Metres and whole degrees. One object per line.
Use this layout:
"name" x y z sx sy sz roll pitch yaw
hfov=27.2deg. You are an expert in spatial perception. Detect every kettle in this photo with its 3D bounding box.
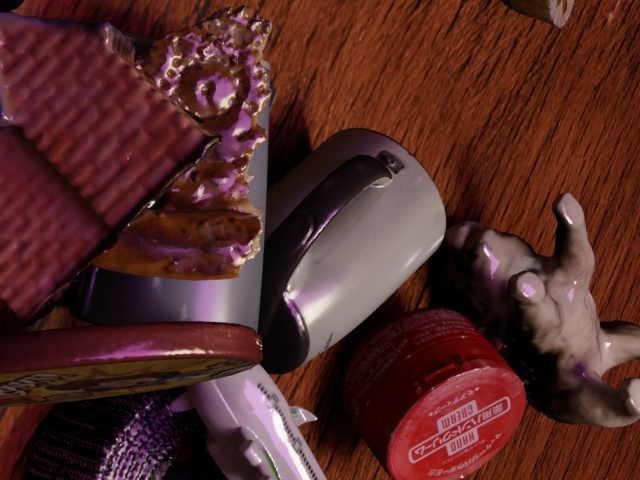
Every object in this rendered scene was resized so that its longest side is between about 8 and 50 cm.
"kettle" -0.140 -0.046 1.104 0.211 0.160 0.243 7 91 -29
"kettle" 0.000 0.000 1.267 0.236 0.161 0.221 -41 167 -36

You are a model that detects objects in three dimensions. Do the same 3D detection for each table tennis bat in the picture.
"table tennis bat" -0.235 0.092 0.929 0.415 0.268 0.051 -1 78 -33

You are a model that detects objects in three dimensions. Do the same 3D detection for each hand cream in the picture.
"hand cream" 0.129 0.182 1.534 0.193 0.125 0.193 -17 134 -19

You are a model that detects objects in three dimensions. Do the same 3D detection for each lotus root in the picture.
"lotus root" 0.279 -0.330 1.640 0.112 0.081 0.122 26 81 -59

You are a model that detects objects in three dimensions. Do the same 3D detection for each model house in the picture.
"model house" -0.187 -0.065 0.887 0.183 0.172 0.166 -45 -174 0

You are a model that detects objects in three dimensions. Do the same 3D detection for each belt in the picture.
"belt" -0.130 0.250 1.228 0.325 0.122 0.260 47 60 -47

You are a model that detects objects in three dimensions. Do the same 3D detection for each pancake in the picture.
"pancake" -0.130 -0.091 1.003 0.266 0.057 0.244 37 83 -19

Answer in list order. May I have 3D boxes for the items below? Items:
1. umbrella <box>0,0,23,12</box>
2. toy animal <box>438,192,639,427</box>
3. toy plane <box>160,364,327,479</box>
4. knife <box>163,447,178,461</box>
"umbrella" -0.209 -0.240 0.917 0.357 0.113 0.106 -59 163 -21
"toy animal" 0.265 0.104 1.690 0.344 0.303 0.194 45 60 -22
"toy plane" -0.047 0.189 1.147 0.101 0.251 0.255 -36 110 9
"knife" -0.174 0.282 1.289 0.023 0.010 0.170 33 76 -57
